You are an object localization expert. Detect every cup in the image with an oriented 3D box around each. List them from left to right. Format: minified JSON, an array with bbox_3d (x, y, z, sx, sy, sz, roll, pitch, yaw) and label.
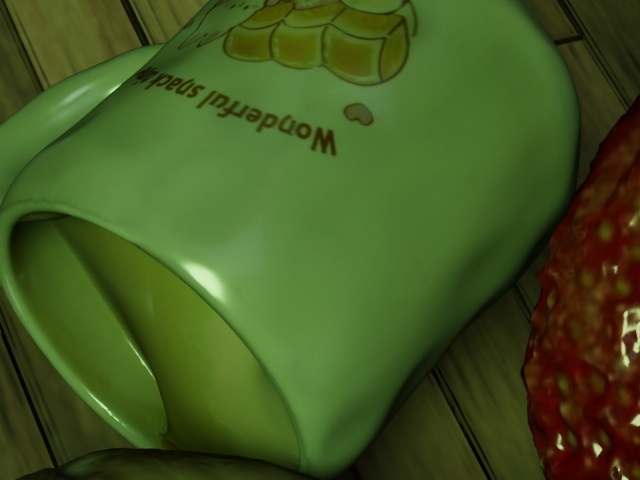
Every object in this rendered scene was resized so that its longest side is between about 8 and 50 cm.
[{"bbox_3d":[-0.028,-0.012,0.696,0.202,0.255,0.173,-46,108,-30],"label":"cup"}]

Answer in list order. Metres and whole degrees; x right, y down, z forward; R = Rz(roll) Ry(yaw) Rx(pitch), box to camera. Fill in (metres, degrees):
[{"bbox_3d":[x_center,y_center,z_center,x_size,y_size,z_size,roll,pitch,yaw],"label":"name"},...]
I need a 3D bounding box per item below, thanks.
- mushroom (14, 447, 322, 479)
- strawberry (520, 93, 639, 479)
[{"bbox_3d":[0.076,0.240,0.573,0.397,0.224,0.313,7,35,-28],"label":"mushroom"},{"bbox_3d":[0.219,0.047,0.668,0.250,0.238,0.288,-27,105,-58],"label":"strawberry"}]
